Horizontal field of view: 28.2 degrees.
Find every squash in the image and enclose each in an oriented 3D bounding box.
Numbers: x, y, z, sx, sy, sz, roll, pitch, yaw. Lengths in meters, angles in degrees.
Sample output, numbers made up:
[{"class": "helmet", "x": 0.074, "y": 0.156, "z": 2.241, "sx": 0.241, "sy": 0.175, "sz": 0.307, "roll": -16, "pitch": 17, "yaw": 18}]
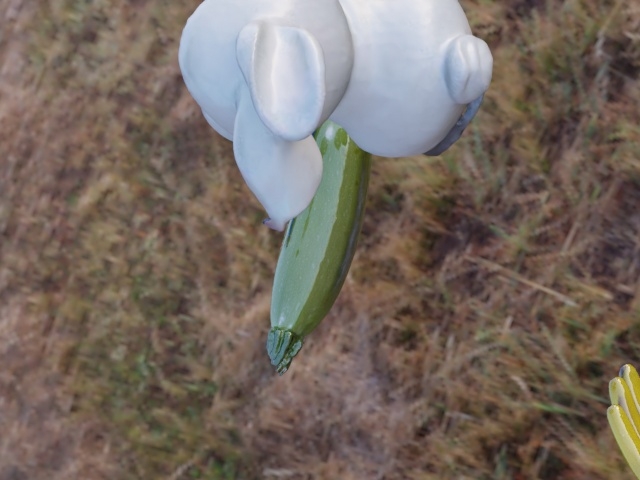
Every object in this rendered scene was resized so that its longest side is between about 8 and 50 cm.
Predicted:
[{"class": "squash", "x": 0.000, "y": 0.000, "z": 1.523, "sx": 0.094, "sy": 0.094, "sz": 0.341, "roll": 30, "pitch": 109, "yaw": 59}]

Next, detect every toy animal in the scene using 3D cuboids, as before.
[{"class": "toy animal", "x": 0.000, "y": -0.150, "z": 1.107, "sx": 0.247, "sy": 0.310, "sz": 0.183, "roll": 43, "pitch": 121, "yaw": 33}]

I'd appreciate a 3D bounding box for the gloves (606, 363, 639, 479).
[{"class": "gloves", "x": 0.434, "y": 0.279, "z": 1.516, "sx": 0.116, "sy": 0.133, "sz": 0.294, "roll": -37, "pitch": 72, "yaw": 21}]
